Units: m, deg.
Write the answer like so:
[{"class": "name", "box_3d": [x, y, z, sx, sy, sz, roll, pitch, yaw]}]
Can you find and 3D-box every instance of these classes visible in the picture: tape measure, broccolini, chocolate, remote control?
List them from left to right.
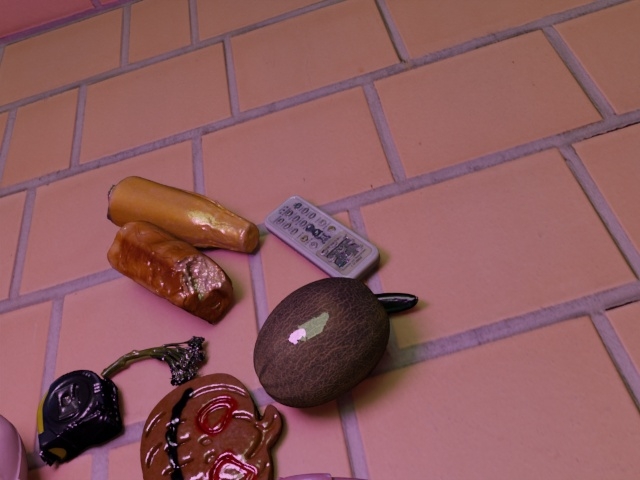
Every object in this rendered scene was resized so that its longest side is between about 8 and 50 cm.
[{"class": "tape measure", "box_3d": [-0.560, 0.389, 1.594, 0.198, 0.112, 0.186, -25, 46, -5]}, {"class": "broccolini", "box_3d": [-0.398, 0.307, 1.649, 0.271, 0.062, 0.123, -15, 40, 10]}, {"class": "chocolate", "box_3d": [-0.362, -0.056, 1.894, 0.445, 0.162, 0.162, 16, 58, 24]}, {"class": "remote control", "box_3d": [0.000, 0.000, 1.760, 0.128, 0.066, 0.335, -40, 50, -18]}]

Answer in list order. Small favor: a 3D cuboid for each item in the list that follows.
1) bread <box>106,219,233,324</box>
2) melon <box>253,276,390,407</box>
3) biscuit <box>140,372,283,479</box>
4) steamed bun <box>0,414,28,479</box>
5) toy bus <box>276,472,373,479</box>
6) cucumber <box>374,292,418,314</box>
[{"class": "bread", "box_3d": [-0.370, 0.069, 1.746, 0.343, 0.195, 0.149, 25, 82, 33]}, {"class": "melon", "box_3d": [-0.002, 0.213, 1.465, 0.301, 0.238, 0.237, -36, 49, -12]}, {"class": "biscuit", "box_3d": [-0.225, 0.440, 1.469, 0.314, 0.063, 0.368, -25, 47, -1]}, {"class": "steamed bun", "box_3d": [-0.775, 0.520, 1.422, 0.333, 0.334, 0.374, -3, 45, 16]}, {"class": "toy bus", "box_3d": [0.015, 0.498, 1.193, 0.293, 0.232, 0.197, 6, 49, -8]}, {"class": "cucumber", "box_3d": [0.089, 0.150, 1.615, 0.284, 0.056, 0.056, -4, 50, 19]}]
